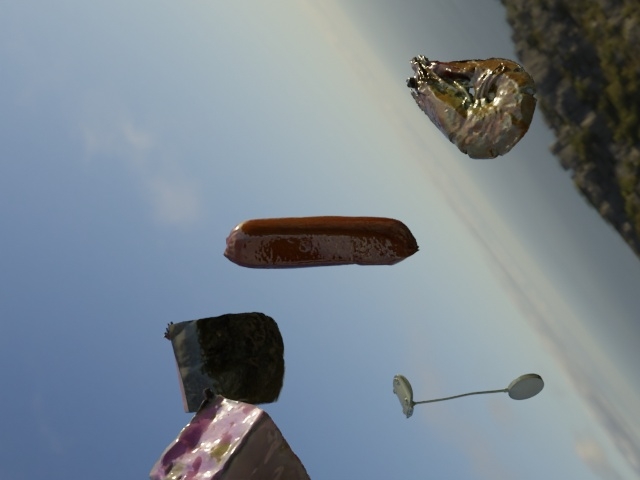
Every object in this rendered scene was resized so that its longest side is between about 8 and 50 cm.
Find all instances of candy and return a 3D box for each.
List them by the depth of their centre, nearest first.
[{"bbox_3d":[-0.103,0.338,1.397,0.116,0.155,0.265,12,143,36],"label":"candy"}]

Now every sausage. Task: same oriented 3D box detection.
[{"bbox_3d":[0.000,0.000,1.858,0.097,0.349,0.093,-88,-6,-65],"label":"sausage"}]

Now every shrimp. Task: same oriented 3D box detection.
[{"bbox_3d":[0.220,-0.224,1.589,0.062,0.154,0.294,28,-169,-45],"label":"shrimp"}]

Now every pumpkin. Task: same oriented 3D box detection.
[{"bbox_3d":[-0.219,0.290,2.487,0.303,0.256,0.225,-3,-102,-38],"label":"pumpkin"}]

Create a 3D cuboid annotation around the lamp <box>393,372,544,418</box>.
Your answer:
[{"bbox_3d":[0.199,0.196,1.404,0.056,0.199,0.050,-103,9,-45],"label":"lamp"}]
